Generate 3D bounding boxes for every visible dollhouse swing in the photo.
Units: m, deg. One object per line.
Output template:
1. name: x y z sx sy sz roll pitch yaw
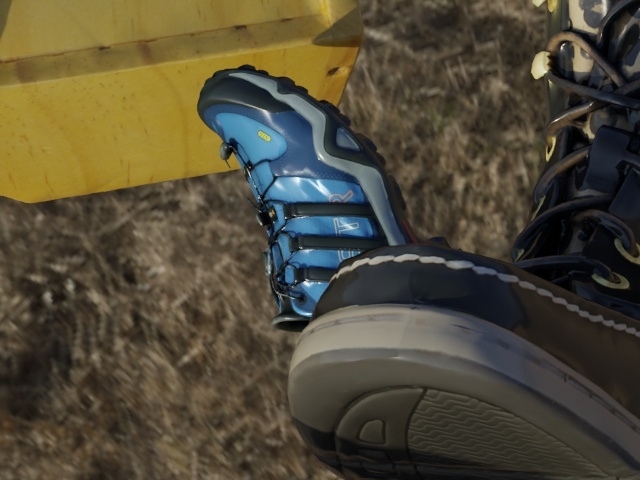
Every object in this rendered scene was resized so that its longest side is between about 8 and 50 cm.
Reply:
1. dollhouse swing: -0.177 -0.244 1.251 0.346 0.315 0.305 -11 72 -13

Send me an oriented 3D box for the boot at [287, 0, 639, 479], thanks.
1. boot: 0.124 -0.013 0.640 0.138 0.377 0.284 -3 70 35

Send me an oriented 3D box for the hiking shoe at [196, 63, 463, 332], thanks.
1. hiking shoe: 0.000 0.000 1.064 0.132 0.113 0.304 -40 80 -18
